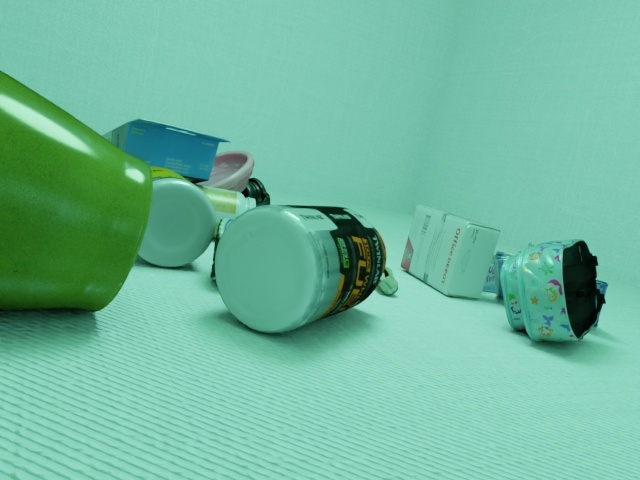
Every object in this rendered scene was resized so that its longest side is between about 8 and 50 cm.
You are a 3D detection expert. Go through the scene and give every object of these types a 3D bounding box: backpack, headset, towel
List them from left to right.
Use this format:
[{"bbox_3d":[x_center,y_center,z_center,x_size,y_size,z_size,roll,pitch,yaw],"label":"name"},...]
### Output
[{"bbox_3d":[-0.315,-0.130,1.919,0.243,0.185,0.394,-4,24,-14],"label":"headset"},{"bbox_3d":[0.606,0.133,1.436,0.284,0.034,0.209,19,-30,30],"label":"towel"},{"bbox_3d":[0.512,0.113,1.186,0.191,0.225,0.253,-8,1,33],"label":"backpack"}]

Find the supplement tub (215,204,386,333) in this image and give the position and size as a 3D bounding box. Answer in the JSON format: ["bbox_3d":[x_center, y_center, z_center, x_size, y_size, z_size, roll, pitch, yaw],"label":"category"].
[{"bbox_3d":[-0.014,0.039,0.970,0.207,0.207,0.338,17,11,26],"label":"supplement tub"}]

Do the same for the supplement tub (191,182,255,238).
[{"bbox_3d":[-0.295,-0.077,1.515,0.199,0.145,0.144,10,9,-18],"label":"supplement tub"}]

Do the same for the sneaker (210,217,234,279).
[{"bbox_3d":[-0.138,0.022,1.169,0.147,0.130,0.330,11,8,9],"label":"sneaker"}]

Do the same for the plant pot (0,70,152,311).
[{"bbox_3d":[-0.433,-0.058,0.708,0.352,0.367,0.366,19,3,-34],"label":"plant pot"}]

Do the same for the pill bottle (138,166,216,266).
[{"bbox_3d":[-0.369,-0.069,1.229,0.187,0.188,0.334,8,10,-27],"label":"pill bottle"}]

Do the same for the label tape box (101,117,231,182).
[{"bbox_3d":[-0.435,-0.222,1.430,0.249,0.115,0.347,6,-3,-40],"label":"label tape box"}]

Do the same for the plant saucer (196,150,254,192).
[{"bbox_3d":[-0.363,-0.185,1.716,0.331,0.084,0.332,-13,28,7],"label":"plant saucer"}]

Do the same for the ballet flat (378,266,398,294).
[{"bbox_3d":[0.155,0.087,1.348,0.052,0.057,0.168,47,0,-16],"label":"ballet flat"}]

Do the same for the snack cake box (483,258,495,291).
[{"bbox_3d":[0.518,0.101,1.674,0.264,0.089,0.152,9,10,-20],"label":"snack cake box"}]

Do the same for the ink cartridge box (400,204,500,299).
[{"bbox_3d":[0.364,0.028,1.538,0.117,0.207,0.283,11,10,-21],"label":"ink cartridge box"}]
